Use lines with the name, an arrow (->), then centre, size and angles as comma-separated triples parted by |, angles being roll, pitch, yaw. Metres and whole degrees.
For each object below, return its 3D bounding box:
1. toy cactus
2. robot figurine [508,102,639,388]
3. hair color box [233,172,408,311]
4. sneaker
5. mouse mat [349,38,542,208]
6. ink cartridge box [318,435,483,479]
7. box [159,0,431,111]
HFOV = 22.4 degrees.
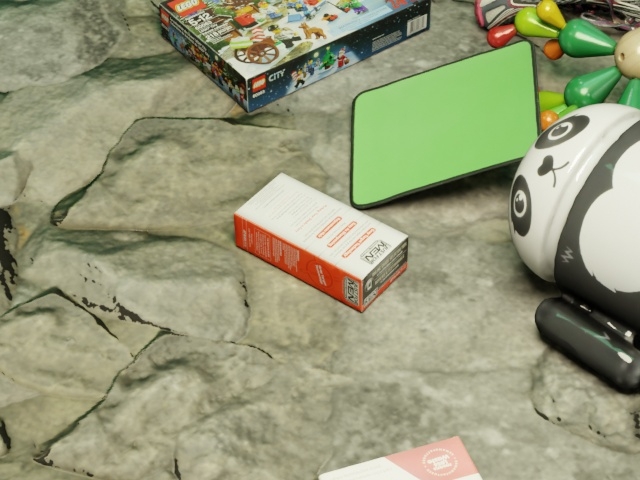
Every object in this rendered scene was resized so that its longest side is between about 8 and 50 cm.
toy cactus -> 0.261, -0.158, 1.510 | 0.180, 0.112, 0.219 | -34, 52, 11
robot figurine -> 0.287, -0.003, 1.327 | 0.278, 0.173, 0.209 | 31, 50, 28
hair color box -> 0.000, 0.000, 1.419 | 0.141, 0.043, 0.072 | 27, 50, 27
sneaker -> 0.306, -0.255, 1.643 | 0.299, 0.112, 0.121 | -10, 7, 6
mouse mat -> 0.113, -0.108, 1.493 | 0.190, 0.007, 0.152 | -17, 46, 22
ink cartridge box -> 0.084, 0.244, 1.146 | 0.115, 0.067, 0.198 | -14, 46, -15
box -> -0.025, -0.230, 1.658 | 0.233, 0.044, 0.159 | -28, 50, -26
